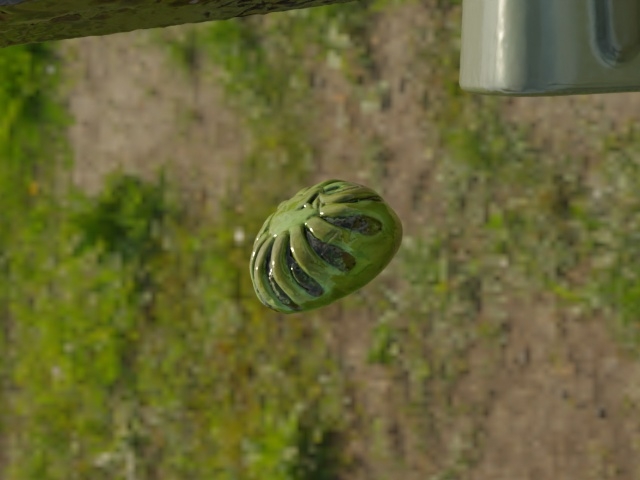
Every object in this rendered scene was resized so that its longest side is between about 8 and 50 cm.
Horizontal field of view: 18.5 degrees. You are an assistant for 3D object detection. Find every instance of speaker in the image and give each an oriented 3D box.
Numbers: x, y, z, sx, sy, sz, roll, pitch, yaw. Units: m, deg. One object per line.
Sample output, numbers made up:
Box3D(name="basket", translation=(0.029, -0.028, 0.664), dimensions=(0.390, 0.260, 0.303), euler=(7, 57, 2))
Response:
Box3D(name="speaker", translation=(0.316, -0.215, 1.574), dimensions=(0.183, 0.406, 0.184), euler=(-154, 61, -79))

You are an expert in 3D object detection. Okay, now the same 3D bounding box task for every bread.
Box3D(name="bread", translation=(0.000, 0.000, 1.543), dimensions=(0.130, 0.071, 0.139), euler=(-34, 19, 13))

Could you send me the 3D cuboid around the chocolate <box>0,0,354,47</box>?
Box3D(name="chocolate", translation=(-0.082, -0.167, 1.040), dimensions=(0.112, 0.321, 0.112), euler=(113, 148, -78))
